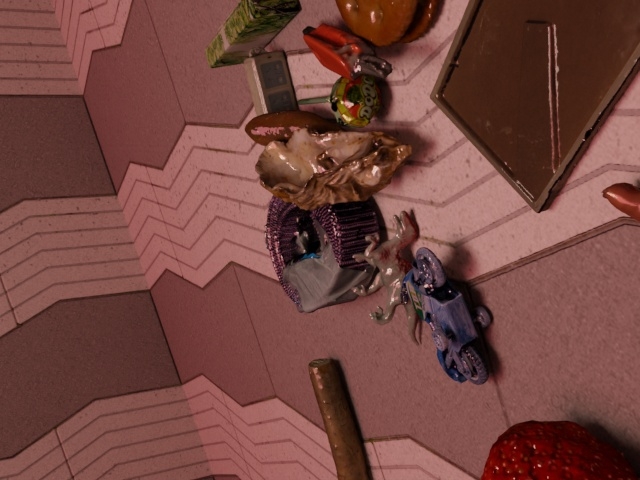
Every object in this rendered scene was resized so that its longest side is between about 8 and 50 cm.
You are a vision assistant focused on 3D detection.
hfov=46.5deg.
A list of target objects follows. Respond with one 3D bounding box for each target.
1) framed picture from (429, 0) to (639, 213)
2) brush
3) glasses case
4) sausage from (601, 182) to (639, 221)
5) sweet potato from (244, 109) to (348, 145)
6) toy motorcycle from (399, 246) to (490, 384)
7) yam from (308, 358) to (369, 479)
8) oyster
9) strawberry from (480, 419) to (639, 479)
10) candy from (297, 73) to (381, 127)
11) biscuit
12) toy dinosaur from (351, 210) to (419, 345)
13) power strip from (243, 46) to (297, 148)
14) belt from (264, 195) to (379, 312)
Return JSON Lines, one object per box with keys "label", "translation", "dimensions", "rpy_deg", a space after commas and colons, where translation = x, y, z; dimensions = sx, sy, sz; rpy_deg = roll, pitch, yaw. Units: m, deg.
{"label": "framed picture", "translation": [0.261, -0.226, 0.907], "dimensions": [0.247, 0.022, 0.335], "rpy_deg": [54, 149, 27]}
{"label": "brush", "translation": [0.033, -0.292, 1.170], "dimensions": [0.070, 0.051, 0.323], "rpy_deg": [57, 175, -28]}
{"label": "glasses case", "translation": [-0.140, -0.413, 1.443], "dimensions": [0.272, 0.095, 0.062], "rpy_deg": [-19, 87, 63]}
{"label": "sausage", "translation": [0.384, -0.016, 0.793], "dimensions": [0.177, 0.047, 0.040], "rpy_deg": [41, 153, 40]}
{"label": "sweet potato", "translation": [-0.025, -0.201, 1.368], "dimensions": [0.243, 0.077, 0.077], "rpy_deg": [8, 119, 28]}
{"label": "toy motorcycle", "translation": [0.195, 0.122, 1.198], "dimensions": [0.254, 0.092, 0.135], "rpy_deg": [66, 163, -12]}
{"label": "yam", "translation": [0.049, 0.447, 1.700], "dimensions": [0.083, 0.083, 0.372], "rpy_deg": [7, 115, 60]}
{"label": "oyster", "translation": [0.020, -0.120, 1.250], "dimensions": [0.341, 0.166, 0.110], "rpy_deg": [-8, 137, 35]}
{"label": "strawberry", "translation": [0.325, 0.368, 0.974], "dimensions": [0.257, 0.257, 0.277], "rpy_deg": [118, 141, -56]}
{"label": "candy", "translation": [0.017, -0.241, 1.308], "dimensions": [0.305, 0.083, 0.091], "rpy_deg": [17, 93, 66]}
{"label": "biscuit", "translation": [0.087, -0.389, 1.071], "dimensions": [0.220, 0.066, 0.221], "rpy_deg": [43, 143, 44]}
{"label": "toy dinosaur", "translation": [0.142, 0.081, 1.301], "dimensions": [0.242, 0.167, 0.053], "rpy_deg": [54, -160, -15]}
{"label": "power strip", "translation": [-0.084, -0.248, 1.469], "dimensions": [0.052, 0.078, 0.272], "rpy_deg": [8, 114, 59]}
{"label": "belt", "translation": [0.000, 0.000, 1.444], "dimensions": [0.325, 0.122, 0.260], "rpy_deg": [-31, 74, 60]}
